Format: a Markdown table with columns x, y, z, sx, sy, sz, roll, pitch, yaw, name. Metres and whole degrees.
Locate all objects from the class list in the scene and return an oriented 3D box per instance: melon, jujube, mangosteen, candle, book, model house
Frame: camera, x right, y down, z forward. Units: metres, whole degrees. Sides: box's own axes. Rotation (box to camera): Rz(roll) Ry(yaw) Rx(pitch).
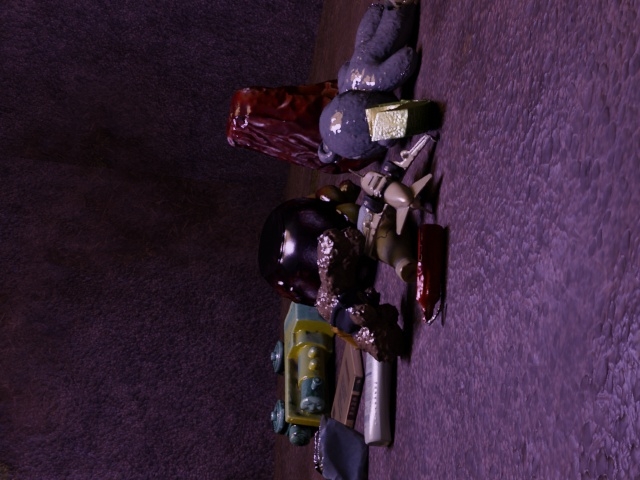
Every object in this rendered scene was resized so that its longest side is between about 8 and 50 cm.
| x | y | z | sx | sy | sz | roll | pitch | yaw | name |
| --- | --- | --- | --- | --- | --- | --- | --- | --- | --- |
| 0.135 | -0.207 | 1.793 | 0.209 | 0.118 | 0.064 | -59 | -37 | -78 | melon |
| -0.030 | -0.251 | 2.218 | 0.216 | 0.342 | 0.216 | -179 | 90 | -85 | jujube |
| -0.005 | 0.002 | 2.237 | 0.287 | 0.233 | 0.288 | -172 | 90 | -77 | mangosteen |
| 0.170 | 0.051 | 1.574 | 0.053 | 0.048 | 0.162 | 35 | -125 | -58 | candle |
| 0.059 | 0.339 | 2.265 | 0.161 | 0.026 | 0.231 | -97 | 15 | -59 | book |
| 0.031 | 0.451 | 2.054 | 0.152 | 0.106 | 0.165 | 112 | 168 | -60 | model house |

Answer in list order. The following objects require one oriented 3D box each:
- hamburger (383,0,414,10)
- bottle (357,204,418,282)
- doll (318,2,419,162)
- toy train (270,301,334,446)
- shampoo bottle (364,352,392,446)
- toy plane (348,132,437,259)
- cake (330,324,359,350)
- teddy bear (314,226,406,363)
| x | y | z | sx | sy | sz | roll | pitch | yaw | name |
| --- | --- | --- | --- | --- | --- | --- | --- | --- | --- |
| 0.149 | -0.546 | 1.756 | 0.168 | 0.192 | 0.288 | -84 | -21 | -61 | hamburger |
| 0.123 | 0.005 | 1.812 | 0.270 | 0.083 | 0.083 | -111 | 28 | -66 | bottle |
| 0.119 | -0.307 | 2.034 | 0.245 | 0.158 | 0.340 | -6 | 59 | 52 | doll |
| -0.035 | 0.331 | 2.611 | 0.369 | 0.150 | 0.237 | -93 | 18 | -47 | toy train |
| 0.105 | 0.259 | 1.855 | 0.072 | 0.049 | 0.213 | 108 | 166 | -69 | shampoo bottle |
| 0.115 | -0.086 | 1.765 | 0.229 | 0.092 | 0.244 | -62 | 26 | 4 | toy plane |
| 0.096 | 0.174 | 2.079 | 0.185 | 0.116 | 0.080 | 45 | -131 | -57 | cake |
| 0.056 | 0.101 | 1.788 | 0.251 | 0.129 | 0.182 | 63 | -157 | 1 | teddy bear |
